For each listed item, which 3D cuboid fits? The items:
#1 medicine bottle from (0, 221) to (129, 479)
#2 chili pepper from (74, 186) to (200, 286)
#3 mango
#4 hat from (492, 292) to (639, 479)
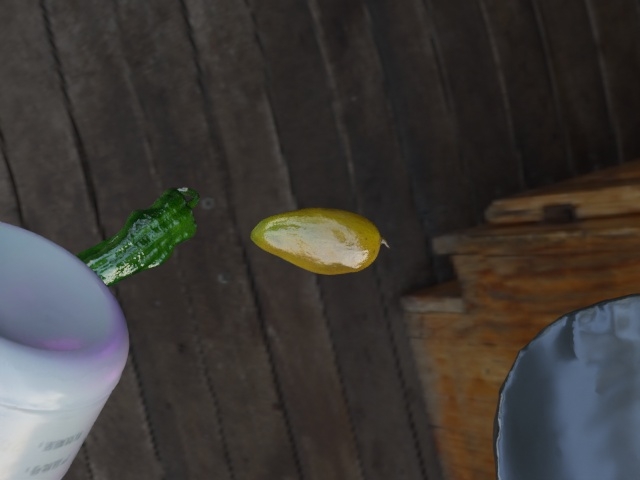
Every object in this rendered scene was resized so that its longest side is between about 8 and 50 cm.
[{"bbox_3d":[-0.345,0.157,1.261,0.241,0.241,0.302,20,116,-24],"label":"medicine bottle"},{"bbox_3d":[-0.240,0.015,1.563,0.257,0.100,0.074,-31,96,-19],"label":"chili pepper"},{"bbox_3d":[0.000,0.000,1.783,0.187,0.101,0.066,9,44,-8],"label":"mango"},{"bbox_3d":[0.285,0.234,0.944,0.257,0.366,0.382,54,32,-40],"label":"hat"}]
